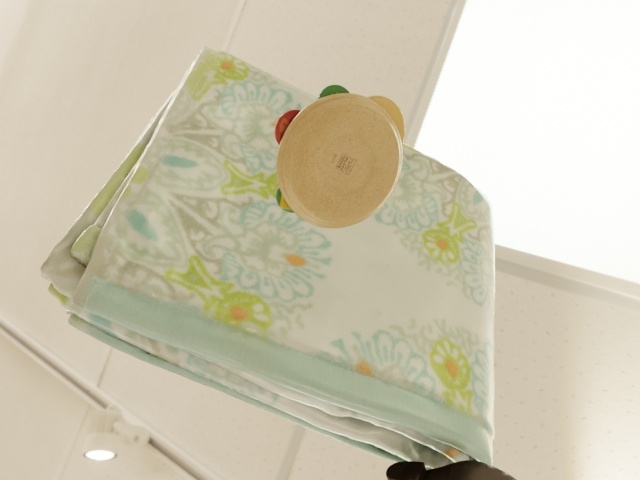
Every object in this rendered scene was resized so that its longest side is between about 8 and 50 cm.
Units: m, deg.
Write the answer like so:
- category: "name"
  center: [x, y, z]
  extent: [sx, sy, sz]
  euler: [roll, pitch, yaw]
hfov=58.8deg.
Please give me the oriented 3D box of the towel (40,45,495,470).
- category: "towel"
  center: [0.000, 0.000, 0.520]
  extent: [0.090, 0.374, 0.320]
  euler: [-51, -163, 49]

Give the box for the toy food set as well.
- category: "toy food set"
  center: [0.011, -0.048, 0.335]
  extent: [0.020, 0.083, 0.083]
  euler: [-138, -124, -60]

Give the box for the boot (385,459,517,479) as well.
- category: "boot"
  center: [0.108, 0.221, 0.422]
  extent: [0.106, 0.037, 0.114]
  euler: [-7, -74, 38]
